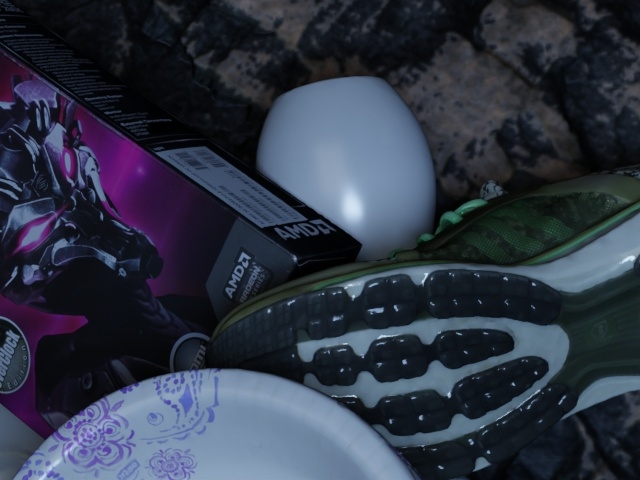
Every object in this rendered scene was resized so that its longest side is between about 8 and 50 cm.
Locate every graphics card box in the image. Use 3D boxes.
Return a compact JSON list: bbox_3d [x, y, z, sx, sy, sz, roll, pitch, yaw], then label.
[{"bbox_3d":[-0.172,0.008,1.366,0.371,0.094,0.233,35,112,23],"label":"graphics card box"}]

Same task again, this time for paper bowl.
[{"bbox_3d":[-0.050,0.226,1.117,0.284,0.148,0.284,-5,69,14],"label":"paper bowl"}]

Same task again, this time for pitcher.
[{"bbox_3d":[0.000,0.000,1.371,0.177,0.125,0.207,-12,81,17],"label":"pitcher"}]

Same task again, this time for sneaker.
[{"bbox_3d":[0.115,0.032,1.266,0.410,0.158,0.182,-12,27,-15],"label":"sneaker"}]

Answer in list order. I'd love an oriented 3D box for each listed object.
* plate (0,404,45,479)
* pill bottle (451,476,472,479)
[{"bbox_3d":[-0.191,0.274,1.377,0.278,0.045,0.277,25,83,19],"label":"plate"},{"bbox_3d":[0.098,0.254,1.233,0.283,0.160,0.160,35,87,25],"label":"pill bottle"}]
